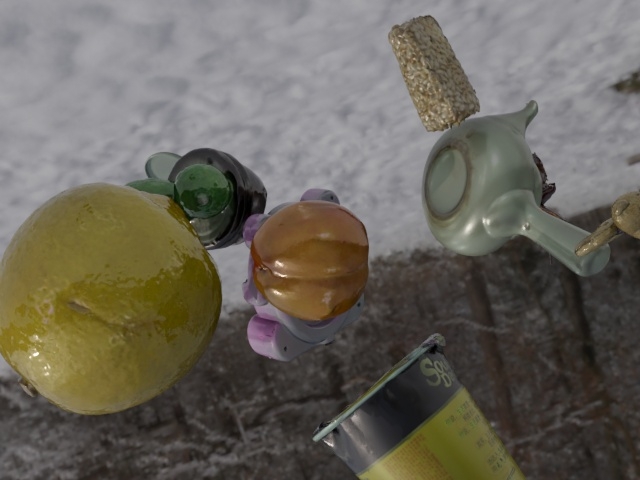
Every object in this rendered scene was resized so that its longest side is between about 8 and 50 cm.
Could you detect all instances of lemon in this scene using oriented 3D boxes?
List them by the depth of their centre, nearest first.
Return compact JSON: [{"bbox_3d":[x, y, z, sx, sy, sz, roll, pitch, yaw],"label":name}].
[{"bbox_3d":[-0.313,0.085,1.374,0.348,0.348,0.348,-20,175,-2],"label":"lemon"}]

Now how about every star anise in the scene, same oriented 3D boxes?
[{"bbox_3d":[0.387,-0.041,1.625,0.144,0.158,0.140,18,125,-34],"label":"star anise"}]

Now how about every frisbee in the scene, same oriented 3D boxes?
[{"bbox_3d":[-0.310,-0.142,1.945,0.110,0.110,0.014,-23,-143,34],"label":"frisbee"}]

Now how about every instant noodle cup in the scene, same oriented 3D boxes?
[{"bbox_3d":[0.141,0.271,1.207,0.215,0.236,0.215,-39,172,-7],"label":"instant noodle cup"}]

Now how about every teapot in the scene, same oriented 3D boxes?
[{"bbox_3d":[0.266,-0.041,1.380,0.149,0.318,0.220,5,141,-27],"label":"teapot"}]

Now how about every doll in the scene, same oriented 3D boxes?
[{"bbox_3d":[0.301,-0.018,0.968,0.061,0.051,0.093,-27,-177,-41],"label":"doll"}]

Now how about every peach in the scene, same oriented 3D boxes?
[{"bbox_3d":[-0.013,0.023,1.066,0.138,0.138,0.138,-20,175,-2],"label":"peach"}]

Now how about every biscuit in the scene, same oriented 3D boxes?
[{"bbox_3d":[0.158,-0.236,1.332,0.070,0.168,0.082,-24,-177,40],"label":"biscuit"}]

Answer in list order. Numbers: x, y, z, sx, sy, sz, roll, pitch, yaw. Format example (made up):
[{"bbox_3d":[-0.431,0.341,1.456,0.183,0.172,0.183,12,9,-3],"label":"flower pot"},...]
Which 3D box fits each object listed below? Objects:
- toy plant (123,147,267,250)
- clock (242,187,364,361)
[{"bbox_3d":[-0.214,-0.068,1.582,0.218,0.175,0.235,-17,171,35],"label":"toy plant"},{"bbox_3d":[-0.030,0.053,1.551,0.090,0.248,0.227,9,-153,43],"label":"clock"}]
